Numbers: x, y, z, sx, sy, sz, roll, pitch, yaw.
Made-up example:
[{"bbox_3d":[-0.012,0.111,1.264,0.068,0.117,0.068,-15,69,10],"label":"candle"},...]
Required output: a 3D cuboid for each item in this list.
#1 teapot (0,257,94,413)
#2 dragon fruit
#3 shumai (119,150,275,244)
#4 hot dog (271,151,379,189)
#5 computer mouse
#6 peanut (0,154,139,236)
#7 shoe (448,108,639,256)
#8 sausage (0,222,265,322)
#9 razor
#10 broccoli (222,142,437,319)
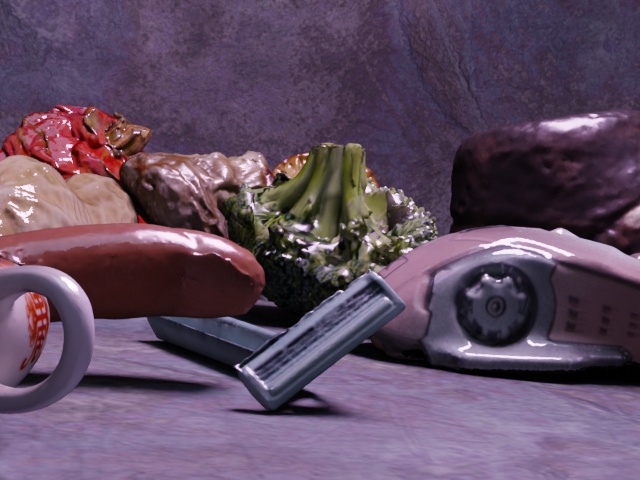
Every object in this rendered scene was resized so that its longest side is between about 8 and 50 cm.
[{"bbox_3d":[-0.200,0.038,0.585,0.246,0.116,0.159,4,-11,26],"label":"teapot"},{"bbox_3d":[-0.283,-0.069,1.608,0.152,0.205,0.317,9,5,39],"label":"dragon fruit"},{"bbox_3d":[-0.119,-0.041,1.377,0.161,0.153,0.209,51,-7,44],"label":"shumai"},{"bbox_3d":[-0.001,0.001,1.519,0.175,0.114,0.259,12,34,-6],"label":"hot dog"},{"bbox_3d":[0.212,0.045,1.055,0.389,0.114,0.199,0,7,-7],"label":"computer mouse"},{"bbox_3d":[-0.266,-0.013,1.220,0.120,0.136,0.298,-1,0,16],"label":"peanut"},{"bbox_3d":[0.309,-0.013,1.258,0.384,0.237,0.171,7,3,28],"label":"shoe"},{"bbox_3d":[-0.182,0.030,0.773,0.304,0.078,0.078,-8,7,-21],"label":"sausage"},{"bbox_3d":[-0.053,0.070,0.869,0.111,0.056,0.278,-36,15,-24],"label":"razor"},{"bbox_3d":[0.014,-0.004,1.212,0.198,0.176,0.226,-8,-14,-22],"label":"broccoli"}]
